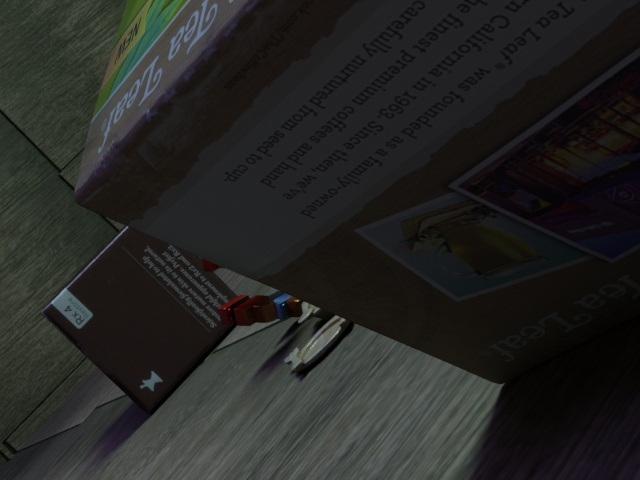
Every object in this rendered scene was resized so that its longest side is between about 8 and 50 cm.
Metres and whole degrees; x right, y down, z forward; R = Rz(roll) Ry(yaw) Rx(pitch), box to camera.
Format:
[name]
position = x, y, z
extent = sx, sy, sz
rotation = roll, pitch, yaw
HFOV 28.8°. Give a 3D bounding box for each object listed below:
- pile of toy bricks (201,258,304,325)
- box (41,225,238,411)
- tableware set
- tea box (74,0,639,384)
[pile of toy bricks]
position = 0.000, 0.000, 1.080
extent = 0.105, 0.118, 0.212
rotation = 0, 20, 40
[box]
position = -0.213, 0.082, 1.480
extent = 0.167, 0.168, 0.203
rotation = -46, 7, -10
[tableware set]
position = 0.032, 0.031, 0.951
extent = 0.169, 0.020, 0.141
rotation = -44, 7, 13
[tea box]
position = 0.098, -0.167, 0.475
extent = 0.329, 0.220, 0.323
rotation = -38, 36, 48
